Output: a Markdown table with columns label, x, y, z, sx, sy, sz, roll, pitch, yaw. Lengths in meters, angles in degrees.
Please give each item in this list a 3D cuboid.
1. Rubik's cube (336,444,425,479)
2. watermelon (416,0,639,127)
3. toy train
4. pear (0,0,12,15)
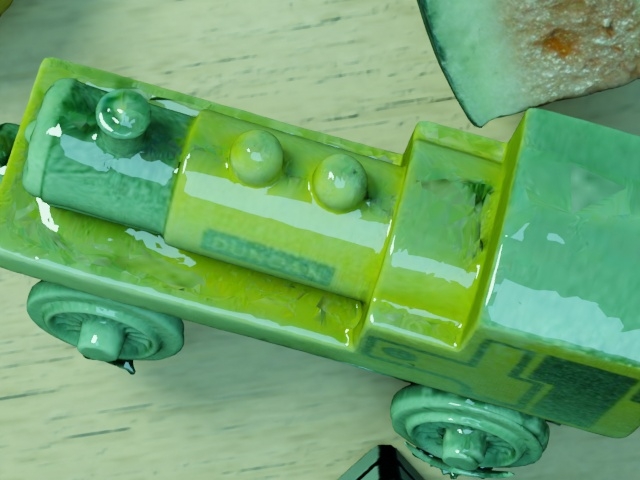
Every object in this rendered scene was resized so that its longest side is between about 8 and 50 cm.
| label | x | y | z | sx | sy | sz | roll | pitch | yaw |
| --- | --- | --- | --- | --- | --- | --- | --- | --- | --- |
| Rubik's cube | 0.032 | 0.227 | 0.999 | 0.162 | 0.163 | 0.160 | -42 | 94 | 2 |
| watermelon | 0.147 | -0.181 | 0.879 | 0.292 | 0.250 | 0.283 | 16 | 106 | 31 |
| toy train | 0.000 | 0.000 | 0.926 | 0.369 | 0.237 | 0.150 | 15 | 70 | -1 |
| pear | -0.227 | -0.172 | 0.959 | 0.178 | 0.178 | 0.178 | 0 | 96 | 0 |
